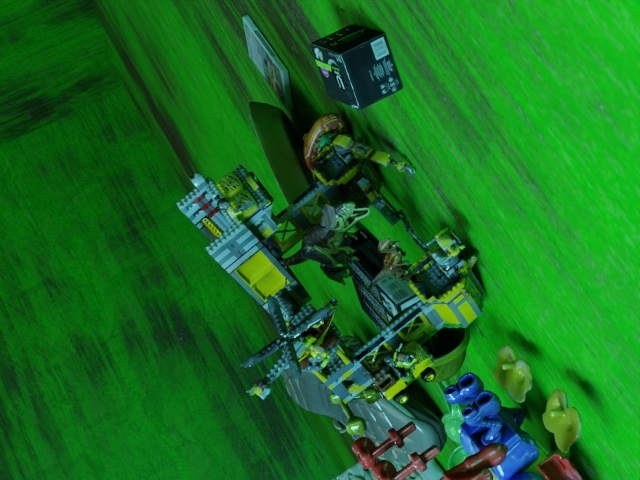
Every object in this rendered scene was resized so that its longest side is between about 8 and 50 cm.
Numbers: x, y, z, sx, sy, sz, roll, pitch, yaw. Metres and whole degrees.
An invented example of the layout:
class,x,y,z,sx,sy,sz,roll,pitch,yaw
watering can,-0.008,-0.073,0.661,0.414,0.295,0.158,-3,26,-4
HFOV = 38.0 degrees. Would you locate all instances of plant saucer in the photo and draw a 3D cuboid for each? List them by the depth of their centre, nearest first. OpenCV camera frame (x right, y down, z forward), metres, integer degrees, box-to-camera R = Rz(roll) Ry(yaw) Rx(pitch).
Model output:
class,x,y,z,sx,sy,sz,roll,pitch,yaw
plant saucer,-0.030,-0.093,1.306,0.241,0.037,0.241,-90,-26,-75

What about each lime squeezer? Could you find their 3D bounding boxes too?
class,x,y,z,sx,sy,sz,roll,pitch,yaw
lime squeezer,0.176,0.278,1.223,0.058,0.110,0.311,11,116,45

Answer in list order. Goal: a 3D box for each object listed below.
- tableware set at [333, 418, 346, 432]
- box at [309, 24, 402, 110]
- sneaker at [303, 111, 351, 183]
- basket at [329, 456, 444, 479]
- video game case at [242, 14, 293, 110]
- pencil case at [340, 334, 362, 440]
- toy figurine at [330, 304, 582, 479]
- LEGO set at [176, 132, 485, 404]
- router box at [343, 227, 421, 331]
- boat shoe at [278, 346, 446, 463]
class,x,y,z,sx,sy,sz,roll,pitch,yaw
tableware set,0.069,0.281,1.612,0.168,0.141,0.020,-140,33,-60
box,0.035,-0.174,0.926,0.083,0.052,0.062,38,153,61
sneaker,-0.001,-0.122,1.185,0.175,0.064,0.067,103,143,-71
basket,0.156,0.583,1.619,0.328,0.266,0.331,50,161,51
video game case,-0.076,-0.255,1.336,0.122,0.011,0.087,57,167,27
pencil case,0.066,0.279,1.758,0.086,0.088,0.206,34,149,63
toy figurine,0.167,0.237,0.975,0.217,0.191,0.362,54,176,-25
LEGO set,0.000,0.000,0.980,0.192,0.255,0.331,50,-171,-48
router box,0.095,0.081,1.264,0.179,0.046,0.133,48,163,52
boat shoe,0.079,0.239,1.520,0.355,0.130,0.132,24,134,45
